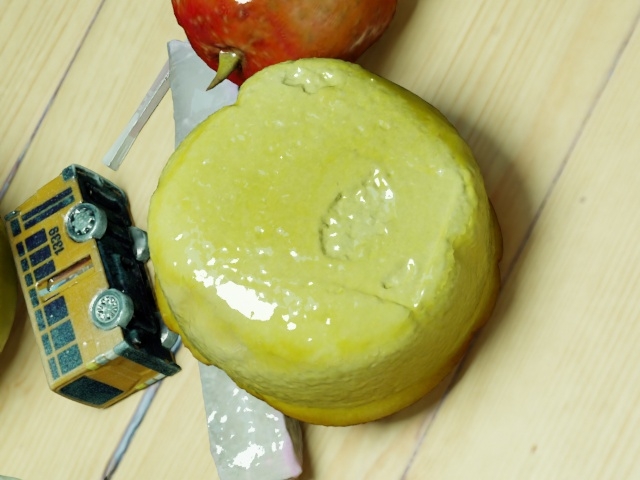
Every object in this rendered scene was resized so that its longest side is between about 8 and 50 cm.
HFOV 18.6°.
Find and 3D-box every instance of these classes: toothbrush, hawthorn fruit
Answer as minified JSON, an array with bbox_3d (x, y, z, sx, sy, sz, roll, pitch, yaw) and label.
[{"bbox_3d":[-0.133,-0.146,1.702,0.017,0.014,0.194,31,90,35],"label":"toothbrush"},{"bbox_3d":[-0.036,-0.188,1.546,0.179,0.179,0.200,10,62,34],"label":"hawthorn fruit"}]

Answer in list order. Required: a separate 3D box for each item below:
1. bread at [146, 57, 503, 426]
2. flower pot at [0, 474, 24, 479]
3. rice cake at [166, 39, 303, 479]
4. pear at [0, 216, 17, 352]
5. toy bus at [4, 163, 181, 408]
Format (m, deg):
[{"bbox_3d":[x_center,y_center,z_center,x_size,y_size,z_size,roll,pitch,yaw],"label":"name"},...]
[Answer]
[{"bbox_3d":[0.000,0.000,1.462,0.270,0.148,0.270,-3,68,7],"label":"bread"},{"bbox_3d":[-0.268,0.270,1.361,0.246,0.246,0.195,-15,61,26],"label":"flower pot"},{"bbox_3d":[-0.068,0.015,1.574,0.070,0.064,0.399,-15,65,14],"label":"rice cake"},{"bbox_3d":[-0.463,0.041,1.630,0.418,0.362,0.362,-8,67,6],"label":"pear"},{"bbox_3d":[-0.194,0.039,1.626,0.103,0.091,0.182,-30,61,18],"label":"toy bus"}]
